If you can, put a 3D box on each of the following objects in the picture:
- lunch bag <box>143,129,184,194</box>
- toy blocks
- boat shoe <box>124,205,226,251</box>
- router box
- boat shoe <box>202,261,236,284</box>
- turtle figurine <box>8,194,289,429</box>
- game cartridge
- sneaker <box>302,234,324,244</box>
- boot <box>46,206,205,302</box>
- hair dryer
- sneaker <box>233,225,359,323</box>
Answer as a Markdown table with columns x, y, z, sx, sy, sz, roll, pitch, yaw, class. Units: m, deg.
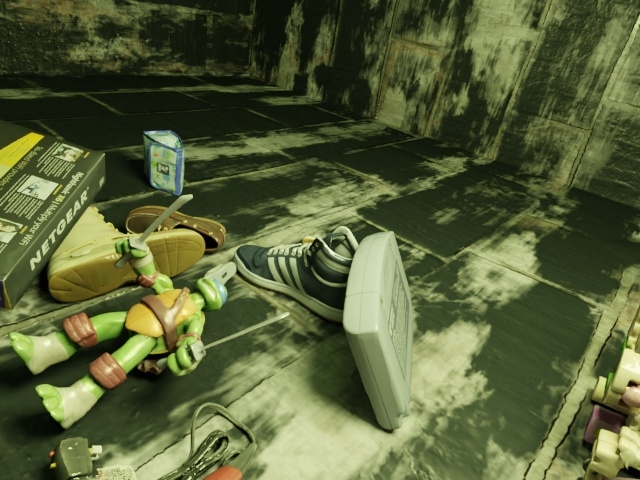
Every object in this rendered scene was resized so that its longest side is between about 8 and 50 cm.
| x | y | z | sx | sy | sz | roll | pitch | yaw | class |
| --- | --- | --- | --- | --- | --- | --- | --- | --- | --- |
| -0.402 | -0.204 | 1.174 | 0.096 | 0.128 | 0.151 | -16 | 40 | -39 | lunch bag |
| 0.499 | 0.214 | 0.540 | 0.260 | 0.288 | 0.309 | 21 | 26 | 30 | toy blocks |
| -0.301 | -0.021 | 0.926 | 0.207 | 0.073 | 0.073 | 7 | 26 | -6 | boat shoe |
| -0.532 | -0.064 | 0.716 | 0.243 | 0.081 | 0.308 | 18 | 45 | -8 | router box |
| -0.200 | 0.070 | 0.842 | 0.035 | 0.035 | 0.100 | -7 | 23 | 29 | boat shoe |
| -0.237 | 0.089 | 0.574 | 0.266 | 0.197 | 0.275 | -32 | 5 | -30 | turtle figurine |
| 0.098 | 0.109 | 0.699 | 0.060 | 0.195 | 0.294 | -8 | 23 | 17 | game cartridge |
| 0.000 | 0.000 | 1.039 | 0.084 | 0.031 | 0.037 | 10 | 28 | -2 | sneaker |
| -0.371 | 0.001 | 0.835 | 0.262 | 0.095 | 0.203 | -20 | 40 | -29 | boot |
| -0.136 | 0.272 | 0.430 | 0.224 | 0.080 | 0.293 | -5 | 32 | -28 | hair dryer |
| -0.040 | 0.028 | 0.841 | 0.283 | 0.153 | 0.099 | 24 | 30 | 24 | sneaker |
